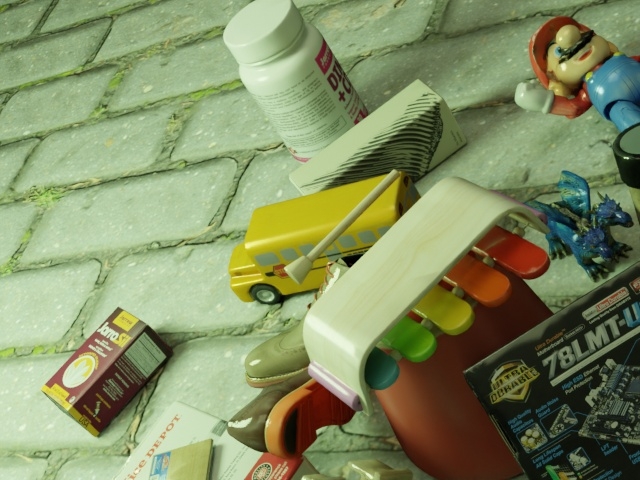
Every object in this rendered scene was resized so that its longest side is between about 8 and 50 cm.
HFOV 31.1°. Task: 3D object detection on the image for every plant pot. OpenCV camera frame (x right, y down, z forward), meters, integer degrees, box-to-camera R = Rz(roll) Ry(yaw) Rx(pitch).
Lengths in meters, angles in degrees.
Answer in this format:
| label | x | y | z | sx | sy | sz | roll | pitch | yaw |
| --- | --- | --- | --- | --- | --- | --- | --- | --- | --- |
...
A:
| label | x | y | z | sx | sy | sz | roll | pitch | yaw |
| --- | --- | --- | --- | --- | --- | --- | --- | --- | --- |
| plant pot | 0.170 | 0.128 | 1.438 | 0.274 | 0.243 | 0.275 | -21 | 39 | 18 |

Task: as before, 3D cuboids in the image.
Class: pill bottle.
| label | x | y | z | sx | sy | sz | roll | pitch | yaw |
| --- | --- | --- | --- | --- | --- | --- | --- | --- | --- |
| pill bottle | -0.042 | -0.278 | 2.007 | 0.160 | 0.283 | 0.160 | -21 | 40 | 18 |

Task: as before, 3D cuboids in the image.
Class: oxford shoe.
| label | x | y | z | sx | sy | sz | roll | pitch | yaw |
| --- | --- | --- | --- | --- | --- | --- | --- | --- | --- |
| oxford shoe | -0.023 | 0.205 | 1.533 | 0.098 | 0.097 | 0.271 | 4 | 12 | 29 |
| oxford shoe | 0.025 | 0.089 | 1.667 | 0.348 | 0.130 | 0.123 | -31 | 20 | 1 |

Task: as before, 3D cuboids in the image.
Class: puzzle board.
| label | x | y | z | sx | sy | sz | roll | pitch | yaw |
| --- | --- | --- | --- | --- | --- | --- | --- | --- | --- |
| puzzle board | -0.187 | 0.324 | 1.500 | 0.096 | 0.011 | 0.128 | -20 | 40 | 22 |

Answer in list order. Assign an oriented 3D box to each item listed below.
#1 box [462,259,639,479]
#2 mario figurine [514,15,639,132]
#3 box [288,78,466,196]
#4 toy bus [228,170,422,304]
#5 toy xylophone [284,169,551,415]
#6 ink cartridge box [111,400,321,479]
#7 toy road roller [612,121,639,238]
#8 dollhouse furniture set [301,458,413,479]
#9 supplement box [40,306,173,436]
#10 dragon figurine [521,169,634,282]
| label | x | y | z | sx | sy | sz | roll | pitch | yaw |
| --- | --- | --- | --- | --- | --- | --- | --- | --- | --- |
| box | 0.353 | 0.190 | 1.238 | 0.295 | 0.073 | 0.293 | -33 | 74 | 5 |
| mario figurine | 0.417 | -0.250 | 1.711 | 0.198 | 0.170 | 0.320 | -12 | 37 | -27 |
| box | 0.094 | -0.134 | 1.891 | 0.275 | 0.113 | 0.094 | -38 | 38 | -1 |
| toy bus | 0.000 | 0.000 | 1.800 | 0.332 | 0.130 | 0.108 | -13 | 42 | 27 |
| toy xylophone | 0.099 | 0.035 | 1.321 | 0.322 | 0.081 | 0.236 | -39 | 37 | -5 |
| ink cartridge box | -0.144 | 0.353 | 1.540 | 0.272 | 0.114 | 0.197 | 15 | 60 | 44 |
| toy road roller | 0.544 | -0.096 | 1.436 | 0.329 | 0.203 | 0.240 | 3 | 40 | 40 |
| dollhouse furniture set | -0.043 | 0.403 | 1.201 | 0.173 | 0.355 | 0.303 | 21 | 102 | 49 |
| supplement box | -0.349 | 0.212 | 1.880 | 0.188 | 0.081 | 0.104 | -48 | 39 | -17 |
| dragon figurine | 0.335 | -0.036 | 1.569 | 0.085 | 0.144 | 0.289 | -38 | 37 | -5 |
